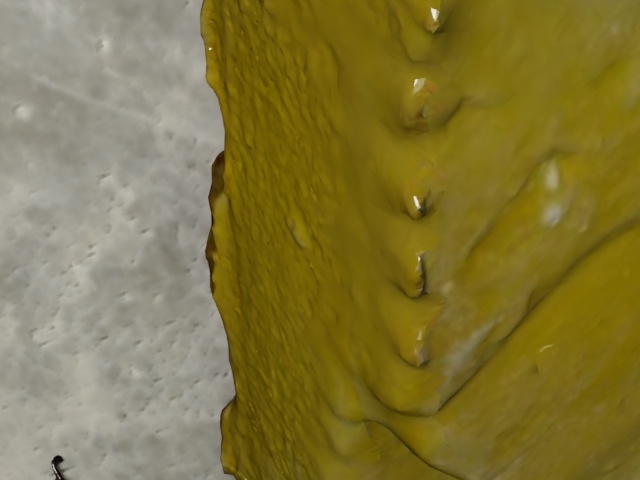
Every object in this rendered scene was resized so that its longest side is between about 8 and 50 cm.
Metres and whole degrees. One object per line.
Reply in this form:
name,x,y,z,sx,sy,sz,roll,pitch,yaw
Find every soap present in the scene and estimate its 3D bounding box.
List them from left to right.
soap,0.000,0.000,0.473,0.304,0.169,0.338,-46,136,9

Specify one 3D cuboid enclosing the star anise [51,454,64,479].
star anise,-0.108,0.198,0.607,0.212,0.053,0.157,31,69,-15
